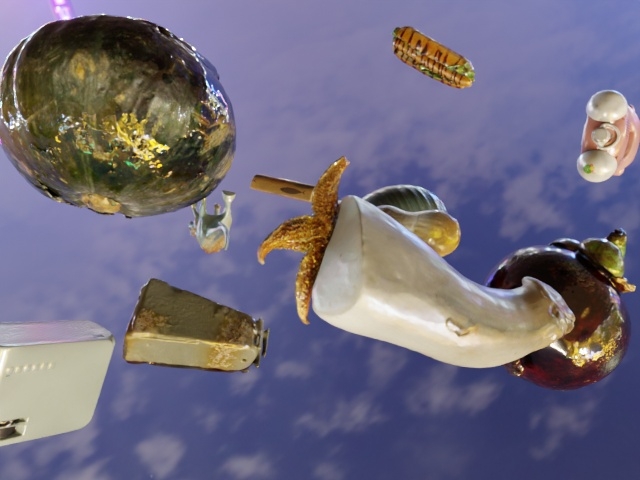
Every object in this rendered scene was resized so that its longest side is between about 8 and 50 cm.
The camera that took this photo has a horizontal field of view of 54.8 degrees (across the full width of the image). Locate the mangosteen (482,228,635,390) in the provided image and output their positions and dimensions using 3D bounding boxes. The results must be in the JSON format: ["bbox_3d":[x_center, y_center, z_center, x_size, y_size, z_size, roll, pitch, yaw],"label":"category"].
[{"bbox_3d":[0.504,0.137,1.277,0.360,0.306,0.306,-36,-138,-11],"label":"mangosteen"}]

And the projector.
[{"bbox_3d":[-0.530,0.257,1.144,0.108,0.198,0.250,23,-171,32],"label":"projector"}]

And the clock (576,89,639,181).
[{"bbox_3d":[0.539,-0.191,1.151,0.093,0.165,0.162,13,-168,31],"label":"clock"}]

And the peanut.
[{"bbox_3d":[0.151,-0.018,1.088,0.207,0.087,0.087,5,-144,41],"label":"peanut"}]

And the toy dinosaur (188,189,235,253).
[{"bbox_3d":[-0.269,-0.046,1.576,0.092,0.205,0.393,-1,-159,-30],"label":"toy dinosaur"}]

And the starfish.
[{"bbox_3d":[0.001,0.000,0.844,0.043,0.227,0.241,10,-163,39],"label":"starfish"}]

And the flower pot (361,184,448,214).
[{"bbox_3d":[0.171,-0.028,1.389,0.243,0.189,0.157,-17,-151,-14],"label":"flower pot"}]

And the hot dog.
[{"bbox_3d":[0.139,-0.227,0.776,0.122,0.049,0.037,33,-124,13],"label":"hot dog"}]

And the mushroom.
[{"bbox_3d":[0.188,0.088,0.860,0.126,0.397,0.177,-21,-132,61],"label":"mushroom"}]

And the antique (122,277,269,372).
[{"bbox_3d":[-0.252,0.197,1.292,0.284,0.125,0.150,15,-130,-11],"label":"antique"}]

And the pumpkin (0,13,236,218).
[{"bbox_3d":[-0.382,-0.216,1.177,0.455,0.454,0.343,-3,-107,7],"label":"pumpkin"}]

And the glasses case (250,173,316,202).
[{"bbox_3d":[-0.070,-0.115,1.379,0.170,0.041,0.065,14,179,32],"label":"glasses case"}]
